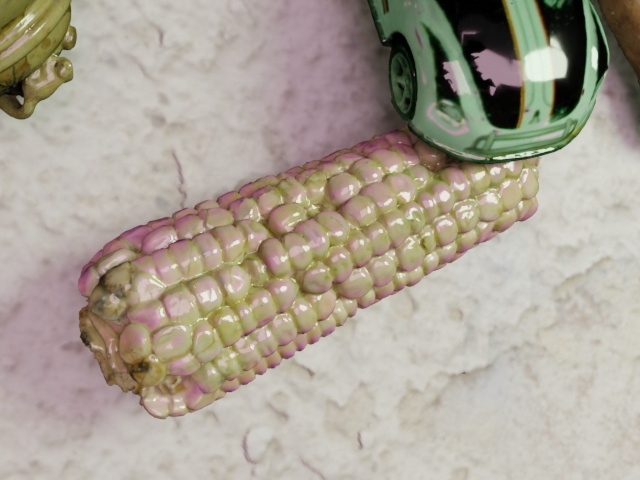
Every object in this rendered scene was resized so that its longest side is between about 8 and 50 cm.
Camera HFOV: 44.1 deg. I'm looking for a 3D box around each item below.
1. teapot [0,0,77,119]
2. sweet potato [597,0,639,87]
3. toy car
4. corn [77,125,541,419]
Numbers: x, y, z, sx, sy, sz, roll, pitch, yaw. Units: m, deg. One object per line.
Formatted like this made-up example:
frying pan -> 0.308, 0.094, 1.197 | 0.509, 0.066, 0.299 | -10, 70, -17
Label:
teapot -> -0.213, -0.167, 0.476 | 0.270, 0.173, 0.183 | -62, 140, -30
sweet potato -> 0.232, -0.260, 0.596 | 0.109, 0.109, 0.386 | -11, 98, -13
toy car -> 0.095, -0.204, 0.520 | 0.136, 0.125, 0.306 | -10, 69, -12
corn -> 0.000, -0.001, 0.537 | 0.335, 0.126, 0.127 | -27, 96, -16
